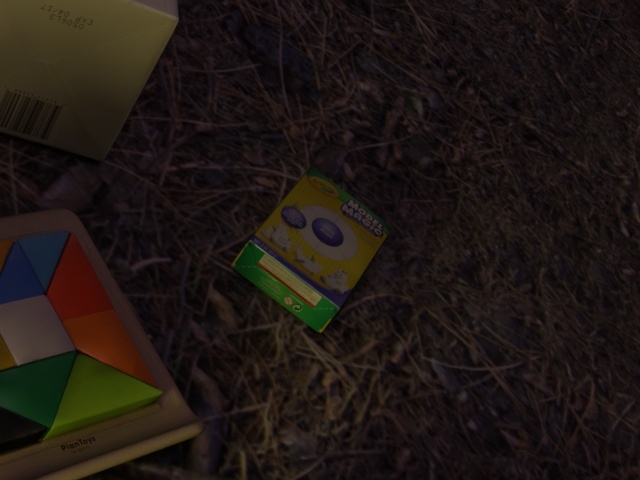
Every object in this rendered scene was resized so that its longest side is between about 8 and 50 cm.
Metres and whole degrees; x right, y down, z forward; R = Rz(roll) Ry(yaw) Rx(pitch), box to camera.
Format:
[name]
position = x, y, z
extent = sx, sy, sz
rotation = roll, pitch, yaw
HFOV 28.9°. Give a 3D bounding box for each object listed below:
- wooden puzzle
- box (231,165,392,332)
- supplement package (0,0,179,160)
[wooden puzzle]
position = -0.220, 0.071, 0.908
extent = 0.221, 0.044, 0.239
rotation = -13, 59, -46
[box]
position = 0.000, 0.000, 1.173
extent = 0.105, 0.043, 0.179
rotation = 37, 34, -1
[supplement package]
position = -0.247, -0.248, 1.125
extent = 0.177, 0.175, 0.293
rotation = 16, 41, -24
